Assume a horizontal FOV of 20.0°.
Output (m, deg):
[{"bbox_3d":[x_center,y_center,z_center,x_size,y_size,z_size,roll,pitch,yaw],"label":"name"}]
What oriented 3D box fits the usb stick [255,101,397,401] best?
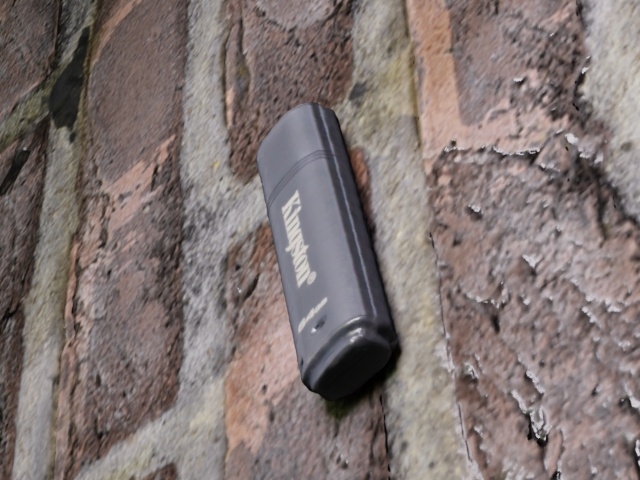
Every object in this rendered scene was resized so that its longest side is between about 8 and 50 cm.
[{"bbox_3d":[0.000,0.000,1.263,0.077,0.045,0.278,-41,33,20],"label":"usb stick"}]
